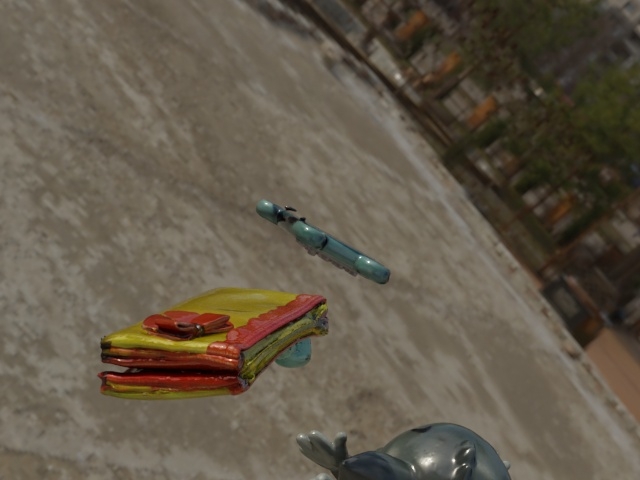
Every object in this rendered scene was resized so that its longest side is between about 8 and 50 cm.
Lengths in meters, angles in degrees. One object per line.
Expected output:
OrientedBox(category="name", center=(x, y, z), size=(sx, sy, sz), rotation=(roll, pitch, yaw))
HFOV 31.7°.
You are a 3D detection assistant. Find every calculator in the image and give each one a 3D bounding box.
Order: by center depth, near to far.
OrientedBox(category="calculator", center=(0.000, 0.000, 0.760), size=(0.094, 0.019, 0.141), rotation=(29, 2, -16))

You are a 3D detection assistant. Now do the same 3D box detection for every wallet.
OrientedBox(category="wallet", center=(-0.089, 0.085, 1.049), size=(0.241, 0.141, 0.067), rotation=(-28, 116, -69))

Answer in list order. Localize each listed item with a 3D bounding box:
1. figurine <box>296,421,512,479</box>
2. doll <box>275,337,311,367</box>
OrientedBox(category="figurine", center=(0.055, 0.229, 0.920), size=(0.193, 0.265, 0.140), rotation=(25, 35, -12))
OrientedBox(category="doll", center=(-0.100, 0.134, 1.402), size=(0.158, 0.159, 0.059), rotation=(40, 45, -76))
